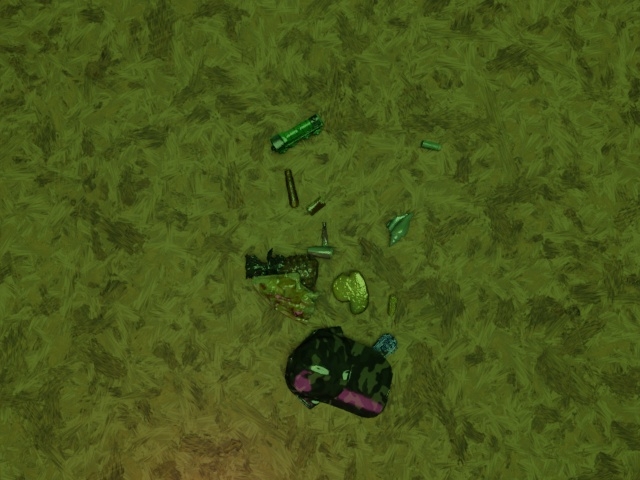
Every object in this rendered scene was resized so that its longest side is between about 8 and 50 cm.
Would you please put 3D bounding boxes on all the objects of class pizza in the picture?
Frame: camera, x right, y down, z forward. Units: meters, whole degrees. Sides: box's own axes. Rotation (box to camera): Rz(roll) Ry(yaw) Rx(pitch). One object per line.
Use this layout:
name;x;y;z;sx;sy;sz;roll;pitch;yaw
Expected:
pizza;-0.120;0.233;1.778;0.223;0.089;0.323;-30;120;34

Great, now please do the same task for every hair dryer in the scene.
hair dryer;0.007;-0.002;1.892;0.106;0.054;0.154;9;78;2

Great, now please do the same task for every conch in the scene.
conch;0.334;-0.048;1.898;0.065;0.088;0.180;41;78;-44

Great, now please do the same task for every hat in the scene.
hat;0.072;0.545;1.767;0.258;0.382;0.365;18;85;-44

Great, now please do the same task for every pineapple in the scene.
pineapple;-0.166;0.112;1.834;0.311;0.141;0.170;5;117;5

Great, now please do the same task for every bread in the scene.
bread;-0.020;-0.147;1.894;0.083;0.036;0.047;-38;106;-3
bread;0.131;0.223;1.881;0.150;0.065;0.187;-14;92;8

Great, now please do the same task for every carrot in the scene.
carrot;-0.125;-0.225;1.891;0.042;0.042;0.170;-11;86;-3

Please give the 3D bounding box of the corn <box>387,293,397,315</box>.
corn;0.309;0.278;1.895;0.037;0.037;0.092;10;91;-2

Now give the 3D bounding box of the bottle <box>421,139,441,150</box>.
bottle;0.482;-0.414;1.923;0.084;0.030;0.030;13;88;-3

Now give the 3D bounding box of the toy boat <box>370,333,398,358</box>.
toy boat;0.250;0.472;1.851;0.175;0.110;0.091;-42;93;-1

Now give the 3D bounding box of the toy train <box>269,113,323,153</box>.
toy train;-0.100;-0.451;1.858;0.252;0.119;0.084;-32;89;-2
